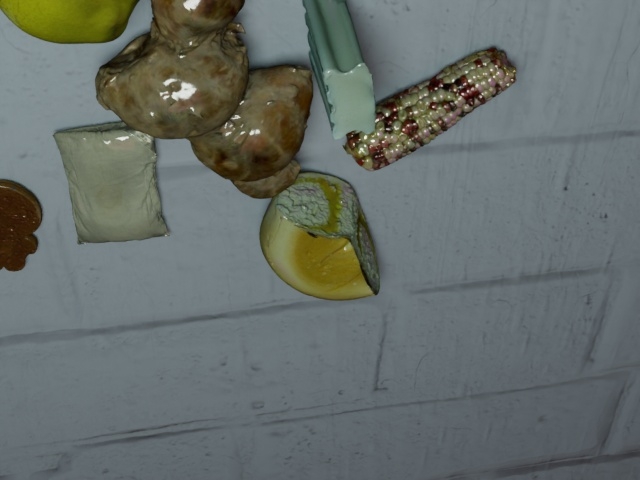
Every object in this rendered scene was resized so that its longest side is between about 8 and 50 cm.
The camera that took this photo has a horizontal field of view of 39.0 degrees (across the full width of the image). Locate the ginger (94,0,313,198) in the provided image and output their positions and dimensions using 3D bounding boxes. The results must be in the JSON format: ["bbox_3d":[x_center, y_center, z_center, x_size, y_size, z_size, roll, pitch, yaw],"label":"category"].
[{"bbox_3d":[-0.134,-0.196,1.229,0.256,0.176,0.375,-36,130,6],"label":"ginger"}]

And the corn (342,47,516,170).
[{"bbox_3d":[0.160,-0.198,1.351,0.280,0.092,0.092,-30,132,12],"label":"corn"}]

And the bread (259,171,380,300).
[{"bbox_3d":[-0.011,-0.006,1.457,0.156,0.158,0.261,-14,135,13],"label":"bread"}]

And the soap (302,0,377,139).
[{"bbox_3d":[0.024,-0.239,1.207,0.063,0.198,0.115,-11,136,-2],"label":"soap"}]

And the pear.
[{"bbox_3d":[-0.298,-0.323,1.059,0.198,0.198,0.198,-7,133,-7],"label":"pear"}]

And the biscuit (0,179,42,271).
[{"bbox_3d":[-0.495,-0.023,1.397,0.124,0.026,0.175,3,131,-15],"label":"biscuit"}]

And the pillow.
[{"bbox_3d":[-0.313,-0.081,1.375,0.148,0.050,0.230,-1,132,-4],"label":"pillow"}]
